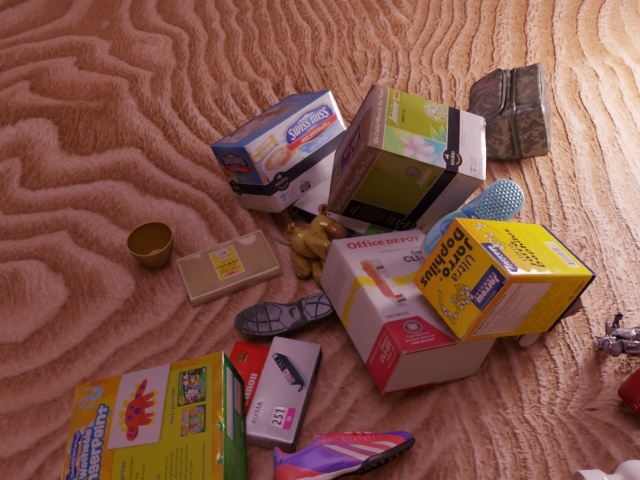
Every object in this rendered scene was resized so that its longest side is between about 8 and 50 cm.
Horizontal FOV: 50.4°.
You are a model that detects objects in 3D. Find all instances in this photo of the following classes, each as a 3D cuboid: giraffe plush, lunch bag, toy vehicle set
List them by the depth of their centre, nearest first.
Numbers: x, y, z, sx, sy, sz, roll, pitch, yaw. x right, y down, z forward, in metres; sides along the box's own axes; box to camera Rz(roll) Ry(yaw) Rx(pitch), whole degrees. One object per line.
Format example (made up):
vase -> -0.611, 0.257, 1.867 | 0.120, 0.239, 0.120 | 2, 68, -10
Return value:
giraffe plush -> 0.000, 0.000, 1.899 | 0.210, 0.181, 0.170 | 37, 48, 13
toy vehicle set -> -0.263, 0.076, 1.942 | 0.267, 0.035, 0.166 | -20, 49, -11
lunch bag -> 0.591, -0.401, 2.163 | 0.256, 0.212, 0.305 | -6, 45, 24

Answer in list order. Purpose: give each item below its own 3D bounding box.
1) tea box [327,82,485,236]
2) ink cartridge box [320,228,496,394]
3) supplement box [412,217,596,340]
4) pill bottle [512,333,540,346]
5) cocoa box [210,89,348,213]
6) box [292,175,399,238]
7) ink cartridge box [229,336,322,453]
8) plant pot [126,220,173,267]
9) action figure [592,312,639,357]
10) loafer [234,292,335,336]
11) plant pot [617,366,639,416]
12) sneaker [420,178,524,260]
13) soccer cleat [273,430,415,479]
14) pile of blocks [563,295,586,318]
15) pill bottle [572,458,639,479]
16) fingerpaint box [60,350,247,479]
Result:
tea box -> 0.223, -0.202, 1.834 | 0.323, 0.329, 0.220 | 15, 59, -12
ink cartridge box -> 0.203, 0.159, 1.677 | 0.279, 0.160, 0.384 | -7, 44, -26
supplement box -> 0.428, 0.087, 1.572 | 0.356, 0.194, 0.195 | 3, 38, -41
pill bottle -> 0.494, 0.207, 1.712 | 0.065, 0.065, 0.116 | -23, 50, -14
cocoa box -> -0.108, -0.275, 2.062 | 0.347, 0.228, 0.231 | -38, 26, -24
box -> 0.111, -0.105, 2.048 | 0.322, 0.058, 0.232 | 22, 54, 26
ink cartridge box -> -0.142, 0.360, 1.659 | 0.239, 0.060, 0.275 | 8, 50, 12
plant pot -> -0.485, 0.025, 1.975 | 0.134, 0.095, 0.134 | -3, 47, 4
action figure -> 0.780, 0.218, 1.626 | 0.285, 0.099, 0.185 | -12, 13, -17
loafer -> -0.087, 0.209, 1.782 | 0.267, 0.084, 0.096 | -12, 61, 1
plant pot -> 0.783, 0.336, 1.479 | 0.191, 0.191, 0.174 | -29, 56, -18
sneaker -> 0.369, -0.016, 1.753 | 0.319, 0.208, 0.127 | -33, 80, -18
soccer cleat -> 0.050, 0.464, 1.497 | 0.318, 0.108, 0.116 | -18, 67, -5
pile of blocks -> 0.575, 0.061, 1.792 | 0.149, 0.112, 0.362 | -46, 53, 19
pill bottle -> 0.689, 0.528, 1.303 | 0.363, 0.210, 0.210 | -2, 48, 5
fingerpaint box -> -0.353, 0.501, 1.459 | 0.371, 0.163, 0.445 | -14, 47, 6
